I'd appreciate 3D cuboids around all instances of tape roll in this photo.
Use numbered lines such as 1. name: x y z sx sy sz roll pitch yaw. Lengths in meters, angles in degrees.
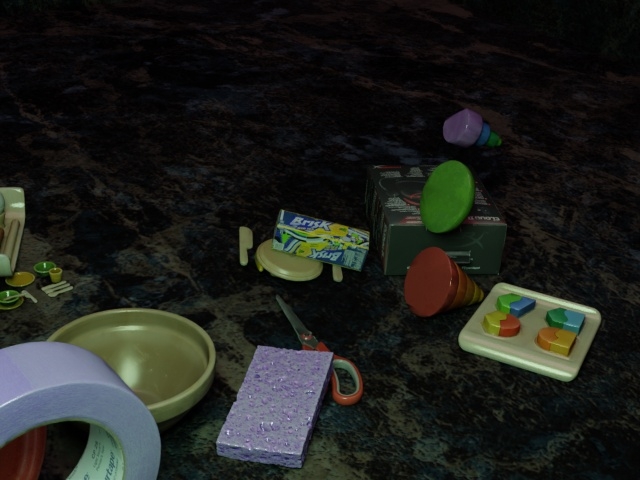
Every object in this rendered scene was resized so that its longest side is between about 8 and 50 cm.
1. tape roll: -0.312 0.249 1.010 0.274 0.275 0.090 -17 34 -34

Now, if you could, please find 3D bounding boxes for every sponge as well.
1. sponge: -0.058 0.225 1.317 0.117 0.031 0.210 6 34 11

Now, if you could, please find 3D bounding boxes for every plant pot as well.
1. plant pot: -0.260 0.199 1.284 0.237 0.110 0.237 2 29 -1

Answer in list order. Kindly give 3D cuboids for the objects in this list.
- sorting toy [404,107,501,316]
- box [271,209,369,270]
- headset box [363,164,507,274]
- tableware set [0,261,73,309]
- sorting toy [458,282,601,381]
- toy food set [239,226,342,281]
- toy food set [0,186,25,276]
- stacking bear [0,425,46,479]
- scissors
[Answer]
1. sorting toy: 0.251 -0.037 1.619 0.126 0.366 0.127 16 -9 -30
2. box: 0.000 0.000 1.689 0.169 0.054 0.059 15 32 -5
3. headset box: 0.210 -0.037 1.777 0.218 0.110 0.293 -1 28 -7
4. tableware set: -0.502 0.073 1.578 0.154 0.024 0.104 -21 36 -37
5. sorting toy: 0.347 0.139 1.544 0.193 0.038 0.208 16 31 21
6. toy food set: -0.056 0.038 1.694 0.192 0.038 0.132 11 32 -10
7. toy food set: -0.642 -0.022 1.647 0.219 0.092 0.306 -2 23 -11
8. stacking bear: -0.490 0.234 1.145 0.289 0.164 0.175 9 29 33
9. scissors: -0.006 0.164 1.479 0.109 0.021 0.297 -3 28 -8
